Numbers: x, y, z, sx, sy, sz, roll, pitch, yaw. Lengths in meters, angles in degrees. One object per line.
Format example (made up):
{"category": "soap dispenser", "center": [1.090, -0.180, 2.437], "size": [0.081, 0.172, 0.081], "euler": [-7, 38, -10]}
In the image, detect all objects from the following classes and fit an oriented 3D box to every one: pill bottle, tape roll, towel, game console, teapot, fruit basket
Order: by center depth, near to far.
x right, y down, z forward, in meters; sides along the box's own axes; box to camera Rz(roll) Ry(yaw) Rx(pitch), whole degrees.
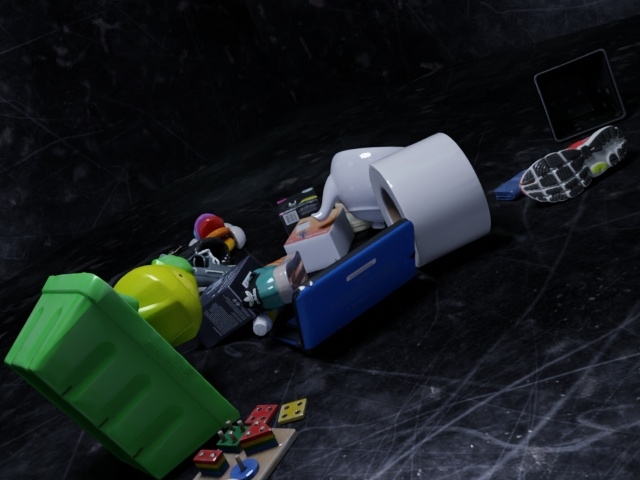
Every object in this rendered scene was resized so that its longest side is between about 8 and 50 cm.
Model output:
{"category": "fruit basket", "center": [-0.307, 0.171, 1.237], "size": [0.392, 0.392, 0.283], "euler": [-37, 19, -34]}
{"category": "game console", "center": [0.034, 0.081, 1.409], "size": [0.293, 0.250, 0.173], "euler": [-33, 47, -24]}
{"category": "tape roll", "center": [0.230, -0.085, 1.492], "size": [0.169, 0.246, 0.246], "euler": [-24, 19, -4]}
{"category": "pill bottle", "center": [-0.122, 0.173, 1.522], "size": [0.043, 0.043, 0.083], "euler": [-18, 20, 17]}
{"category": "towel", "center": [0.474, -0.132, 1.658], "size": [0.119, 0.029, 0.067], "euler": [-32, 20, -25]}
{"category": "teapot", "center": [0.148, -0.122, 1.702], "size": [0.256, 0.187, 0.252], "euler": [-3, -1, 42]}

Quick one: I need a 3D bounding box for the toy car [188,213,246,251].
{"category": "toy car", "center": [-0.332, -0.016, 2.142], "size": [0.159, 0.136, 0.182], "euler": [-31, 20, -18]}

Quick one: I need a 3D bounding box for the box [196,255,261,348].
{"category": "box", "center": [-0.207, 0.138, 1.582], "size": [0.158, 0.093, 0.156], "euler": [-37, 12, 25]}

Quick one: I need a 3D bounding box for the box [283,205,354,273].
{"category": "box", "center": [0.000, 0.000, 1.773], "size": [0.130, 0.091, 0.170], "euler": [-17, 20, 20]}

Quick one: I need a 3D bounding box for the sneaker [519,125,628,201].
{"category": "sneaker", "center": [0.559, -0.159, 1.569], "size": [0.279, 0.107, 0.118], "euler": [-25, 0, -14]}

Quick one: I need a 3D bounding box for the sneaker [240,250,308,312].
{"category": "sneaker", "center": [-0.097, 0.092, 1.521], "size": [0.121, 0.108, 0.302], "euler": [-18, -1, 8]}

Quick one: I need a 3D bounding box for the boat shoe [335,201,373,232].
{"category": "boat shoe", "center": [0.187, -0.114, 1.846], "size": [0.302, 0.098, 0.109], "euler": [-19, 19, 13]}

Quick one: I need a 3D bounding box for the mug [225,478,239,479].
{"category": "mug", "center": [-0.119, 0.373, 0.981], "size": [0.062, 0.078, 0.064], "euler": [-56, 8, 6]}

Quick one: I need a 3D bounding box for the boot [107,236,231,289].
{"category": "boot", "center": [-0.422, 0.107, 1.927], "size": [0.260, 0.131, 0.348], "euler": [-13, 22, 26]}

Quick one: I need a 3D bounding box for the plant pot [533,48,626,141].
{"category": "plant pot", "center": [0.683, -0.387, 1.893], "size": [0.188, 0.187, 0.167], "euler": [-21, 6, 9]}

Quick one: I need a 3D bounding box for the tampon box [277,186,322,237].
{"category": "tampon box", "center": [-0.050, -0.072, 2.009], "size": [0.120, 0.101, 0.161], "euler": [-23, 18, 1]}

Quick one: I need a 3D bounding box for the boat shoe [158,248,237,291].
{"category": "boat shoe", "center": [-0.284, 0.074, 1.738], "size": [0.116, 0.099, 0.319], "euler": [8, 7, 35]}

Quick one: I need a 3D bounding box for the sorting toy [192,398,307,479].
{"category": "sorting toy", "center": [-0.121, 0.327, 1.102], "size": [0.132, 0.046, 0.274], "euler": [-9, 23, 36]}

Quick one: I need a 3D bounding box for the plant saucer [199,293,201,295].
{"category": "plant saucer", "center": [-0.384, 0.182, 1.727], "size": [0.188, 0.045, 0.188], "euler": [-46, 22, -14]}
